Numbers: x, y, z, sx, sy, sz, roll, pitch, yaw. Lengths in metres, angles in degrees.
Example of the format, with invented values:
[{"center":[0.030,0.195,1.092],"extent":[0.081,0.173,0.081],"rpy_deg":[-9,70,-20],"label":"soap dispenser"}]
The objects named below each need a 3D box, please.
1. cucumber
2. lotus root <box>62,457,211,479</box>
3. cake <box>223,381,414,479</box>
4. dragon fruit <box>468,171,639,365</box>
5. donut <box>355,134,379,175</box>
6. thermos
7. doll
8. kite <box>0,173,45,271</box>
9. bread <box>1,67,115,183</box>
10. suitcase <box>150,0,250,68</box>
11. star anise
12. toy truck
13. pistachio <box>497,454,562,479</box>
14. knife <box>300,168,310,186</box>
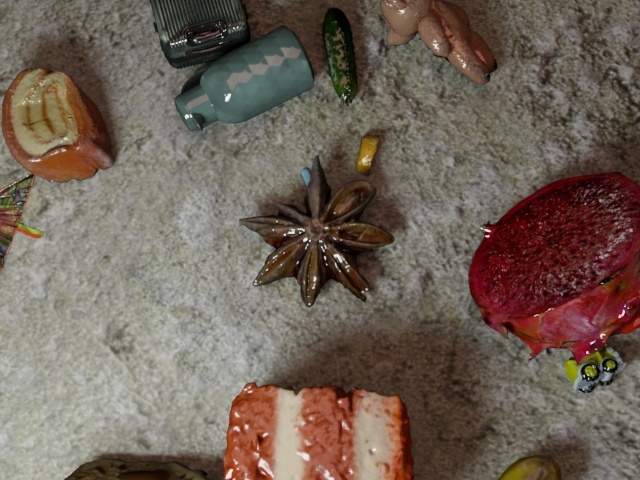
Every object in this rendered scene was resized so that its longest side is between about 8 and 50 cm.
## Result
[{"center":[0.044,-0.395,1.786],"extent":[0.069,0.069,0.228],"rpy_deg":[-8,79,-2],"label":"cucumber"},{"center":[-0.323,0.531,1.416],"extent":[0.315,0.316,0.250],"rpy_deg":[-3,91,-1],"label":"lotus root"},{"center":[-0.007,0.399,1.459],"extent":[0.319,0.269,0.270],"rpy_deg":[2,74,-2],"label":"cake"},{"center":[0.475,0.069,1.541],"extent":[0.386,0.371,0.249],"rpy_deg":[-48,115,-12],"label":"dragon fruit"},{"center":[0.097,-0.183,1.743],"extent":[0.037,0.067,0.083],"rpy_deg":[15,107,-3],"label":"donut"},{"center":[-0.170,-0.333,1.732],"extent":[0.286,0.145,0.182],"rpy_deg":[-27,44,-6],"label":"thermos"},{"center":[0.238,-0.438,1.778],"extent":[0.303,0.156,0.201],"rpy_deg":[47,37,-7],"label":"doll"},{"center":[-0.654,-0.045,1.710],"extent":[0.183,0.014,0.241],"rpy_deg":[18,74,4],"label":"kite"},{"center":[-0.552,-0.243,1.710],"extent":[0.190,0.123,0.244],"rpy_deg":[-21,74,-5],"label":"bread"},{"center":[-0.273,-0.534,1.787],"extent":[0.202,0.128,0.312],"rpy_deg":[-16,75,-5],"label":"suitcase"},{"center":[-0.012,-0.014,1.656],"extent":[0.315,0.108,0.316],"rpy_deg":[-1,78,5],"label":"star anise"},{"center":[0.532,0.241,1.611],"extent":[0.111,0.076,0.077],"rpy_deg":[-21,56,-7],"label":"toy truck"},{"center":[0.372,0.479,1.530],"extent":[0.110,0.100,0.189],"rpy_deg":[24,90,31],"label":"pistachio"},{"center":[-0.019,-0.107,1.732],"extent":[0.027,0.010,0.096],"rpy_deg":[-21,74,-1],"label":"knife"}]
